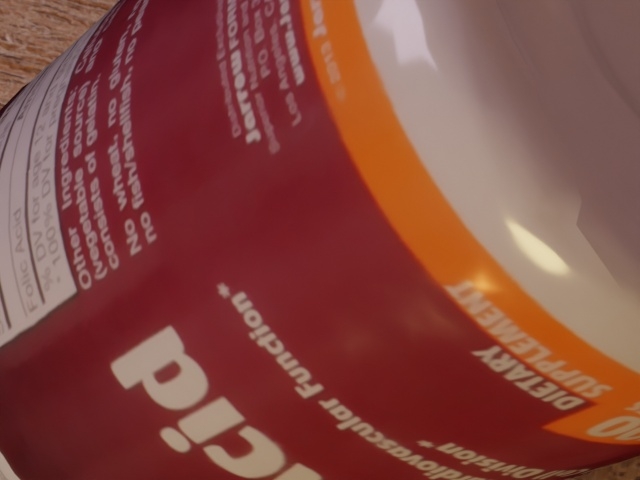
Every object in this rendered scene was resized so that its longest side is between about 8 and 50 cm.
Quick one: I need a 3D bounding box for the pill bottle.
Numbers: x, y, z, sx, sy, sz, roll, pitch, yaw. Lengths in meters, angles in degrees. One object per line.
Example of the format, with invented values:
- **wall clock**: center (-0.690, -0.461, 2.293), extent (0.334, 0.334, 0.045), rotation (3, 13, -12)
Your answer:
- **pill bottle**: center (0.000, 0.000, 0.627), extent (0.392, 0.224, 0.224), rotation (-32, 43, 48)
